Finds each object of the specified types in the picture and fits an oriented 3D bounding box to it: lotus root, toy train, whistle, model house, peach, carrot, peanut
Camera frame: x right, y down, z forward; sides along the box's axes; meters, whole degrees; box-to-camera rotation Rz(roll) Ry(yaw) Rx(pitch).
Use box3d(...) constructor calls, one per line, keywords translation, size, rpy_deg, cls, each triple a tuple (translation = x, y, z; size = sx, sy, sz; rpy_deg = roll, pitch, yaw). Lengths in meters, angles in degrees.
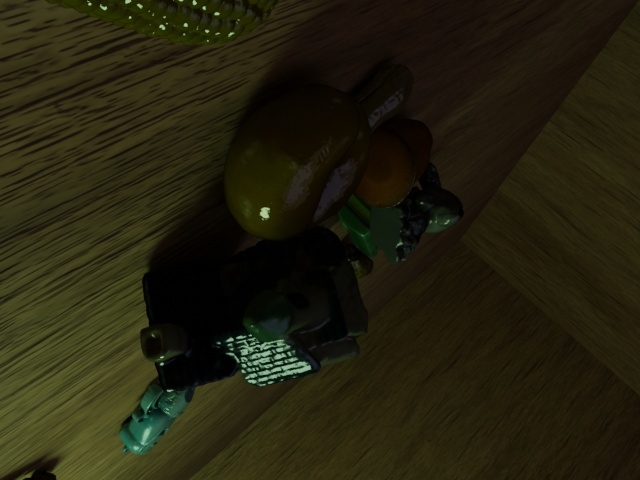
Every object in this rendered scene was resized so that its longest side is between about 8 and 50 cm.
box3d(translation=(0.103, 0.069, 1.430), size=(0.097, 0.110, 0.258), rpy_deg=(-49, 161, 6), cls="lotus root")
box3d(translation=(0.151, -0.074, 1.216), size=(0.202, 0.120, 0.301), rpy_deg=(-41, 162, -1), cls="toy train")
box3d(translation=(-0.388, 0.415, 1.149), size=(0.274, 0.093, 0.186), rpy_deg=(-48, 162, -3), cls="whistle")
box3d(translation=(-0.122, 0.115, 0.740), size=(0.299, 0.243, 0.284), rpy_deg=(-23, 169, 30), cls="model house")
box3d(translation=(-0.027, -0.111, 0.693), size=(0.251, 0.153, 0.251), rpy_deg=(-40, 169, -10), cls="peach")
box3d(translation=(0.160, -0.184, 0.980), size=(0.225, 0.159, 0.159), rpy_deg=(-42, 165, -48), cls="carrot")
box3d(translation=(0.090, -0.229, 0.809), size=(0.174, 0.080, 0.080), rpy_deg=(-43, 162, 4), cls="peanut")

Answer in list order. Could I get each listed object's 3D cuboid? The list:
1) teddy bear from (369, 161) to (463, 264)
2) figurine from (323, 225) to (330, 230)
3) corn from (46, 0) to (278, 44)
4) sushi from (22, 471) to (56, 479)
box3d(translation=(0.226, -0.076, 1.033), size=(0.251, 0.171, 0.144), rpy_deg=(-27, -160, -22), cls="teddy bear")
box3d(translation=(0.000, 0.000, 1.167), size=(0.051, 0.047, 0.083), rpy_deg=(-29, 154, -15), cls="figurine")
box3d(translation=(-0.153, -0.197, 0.247), size=(0.131, 0.131, 0.345), rpy_deg=(-53, 160, 24), cls="corn")
box3d(translation=(-0.584, 0.510, 0.987), size=(0.051, 0.047, 0.099), rpy_deg=(-20, 151, -22), cls="sushi")
